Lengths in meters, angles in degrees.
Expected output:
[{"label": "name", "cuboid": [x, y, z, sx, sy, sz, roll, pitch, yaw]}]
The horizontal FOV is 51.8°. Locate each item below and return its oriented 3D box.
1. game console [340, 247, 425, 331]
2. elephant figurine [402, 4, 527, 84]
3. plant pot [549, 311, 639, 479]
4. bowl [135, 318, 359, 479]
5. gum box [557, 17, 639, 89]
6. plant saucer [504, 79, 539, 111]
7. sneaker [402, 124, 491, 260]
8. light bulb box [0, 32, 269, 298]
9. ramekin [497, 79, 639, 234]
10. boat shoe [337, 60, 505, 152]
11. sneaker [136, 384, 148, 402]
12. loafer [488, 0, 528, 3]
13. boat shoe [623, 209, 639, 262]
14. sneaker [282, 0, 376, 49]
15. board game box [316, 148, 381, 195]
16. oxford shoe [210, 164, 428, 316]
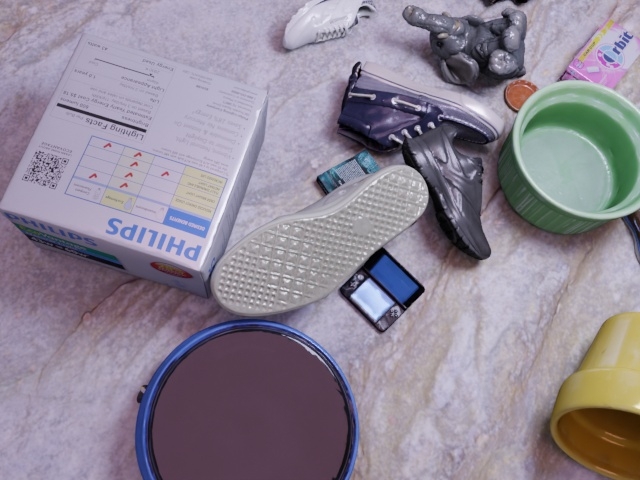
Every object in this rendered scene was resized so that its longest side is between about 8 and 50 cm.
[{"label": "game console", "cuboid": [0.117, 0.094, 1.263, 0.107, 0.071, 0.122, -42, 80, -17]}, {"label": "elephant figurine", "cuboid": [0.315, -0.428, 1.428, 0.240, 0.185, 0.169, 8, 31, 23]}, {"label": "plant pot", "cuboid": [0.562, 0.268, 1.173, 0.254, 0.254, 0.239, 27, 54, 4]}, {"label": "bowl", "cuboid": [-0.120, 0.324, 1.139, 0.392, 0.077, 0.390, 3, 72, -10]}, {"label": "gum box", "cuboid": [0.634, -0.399, 1.490, 0.107, 0.062, 0.188, 39, 72, 8]}, {"label": "plant saucer", "cuboid": [0.452, -0.320, 1.471, 0.084, 0.013, 0.083, 2, 72, -5]}, {"label": "sneaker", "cuboid": [0.275, -0.096, 1.291, 0.130, 0.109, 0.286, -29, 97, -4]}, {"label": "light bulb box", "cuboid": [-0.318, -0.128, 1.212, 0.358, 0.225, 0.360, 18, 71, -1]}, {"label": "ramekin", "cuboid": [0.515, -0.159, 1.350, 0.304, 0.148, 0.303, 2, 71, -5]}, {"label": "boat shoe", "cuboid": [0.196, -0.236, 1.369, 0.341, 0.127, 0.158, 23, 77, 10]}, {"label": "sneaker", "cuboid": [-0.290, 0.292, 1.178, 0.083, 0.031, 0.035, 34, 97, 0]}, {"label": "loafer", "cuboid": [0.478, -0.589, 1.539, 0.220, 0.080, 0.078, -10, 82, -4]}, {"label": "boat shoe", "cuboid": [0.682, -0.039, 1.370, 0.066, 0.066, 0.183, -9, 72, -9]}, {"label": "sneaker", "cuboid": [0.019, -0.483, 1.447, 0.235, 0.090, 0.094, -40, 89, -15]}, {"label": "board game box", "cuboid": [0.094, -0.083, 1.345, 0.126, 0.026, 0.186, -30, 76, -15]}, {"label": "oxford shoe", "cuboid": [0.000, 0.000, 1.222, 0.450, 0.130, 0.169, -32, 103, -19]}]
